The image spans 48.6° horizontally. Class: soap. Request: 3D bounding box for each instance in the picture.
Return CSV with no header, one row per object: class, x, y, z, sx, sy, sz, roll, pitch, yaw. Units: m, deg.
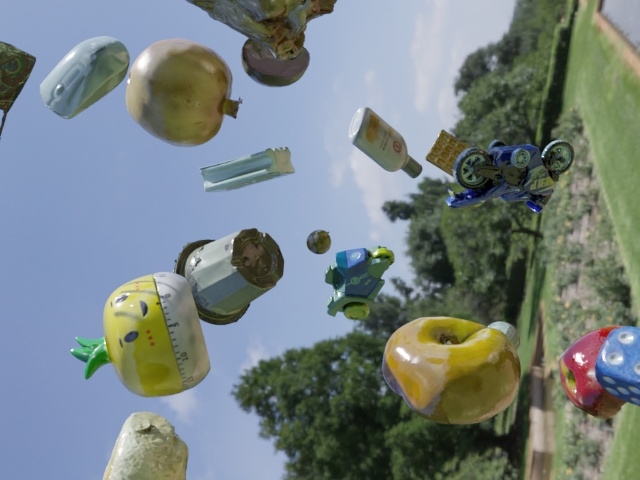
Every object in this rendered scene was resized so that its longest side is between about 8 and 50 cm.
soap,-0.219,-0.212,2.157,0.150,0.261,0.094,-25,-78,-66

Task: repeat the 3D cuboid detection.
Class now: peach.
peach,0.942,0.418,2.268,0.281,0.338,0.281,172,90,-76
peach,0.241,0.228,1.288,0.251,0.251,0.153,-47,-34,-67

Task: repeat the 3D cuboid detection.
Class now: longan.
longan,0.000,0.000,1.958,0.083,0.075,0.075,-50,-29,-30

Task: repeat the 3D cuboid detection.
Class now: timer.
timer,-0.386,0.213,1.493,0.285,0.285,0.285,8,-90,-76

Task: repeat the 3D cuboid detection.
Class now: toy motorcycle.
toy motorcycle,0.118,0.122,2.512,0.326,0.199,0.191,121,153,-46
toy motorcycle,0.433,-0.137,1.601,0.113,0.315,0.169,-130,36,-64

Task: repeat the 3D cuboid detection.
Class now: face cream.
face cream,0.210,-0.291,2.230,0.291,0.071,0.144,36,-121,-31

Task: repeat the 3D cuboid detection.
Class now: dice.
dice,0.747,0.296,1.675,0.146,0.146,0.143,-53,-43,-21

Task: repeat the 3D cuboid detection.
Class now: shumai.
shumai,-0.115,-0.396,1.082,0.267,0.313,0.263,-129,23,-65

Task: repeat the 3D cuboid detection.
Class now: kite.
kite,-0.702,-0.279,1.471,0.152,0.015,0.286,11,-71,-36

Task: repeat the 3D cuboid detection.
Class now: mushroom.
mushroom,-0.131,-0.483,1.941,0.117,0.188,0.141,121,152,-56

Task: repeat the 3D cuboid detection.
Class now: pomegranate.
pomegranate,-0.373,-0.410,1.967,0.319,0.319,0.320,8,-90,-76

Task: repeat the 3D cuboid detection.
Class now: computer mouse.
computer mouse,-0.546,-0.384,1.634,0.231,0.128,0.079,-42,-17,-8

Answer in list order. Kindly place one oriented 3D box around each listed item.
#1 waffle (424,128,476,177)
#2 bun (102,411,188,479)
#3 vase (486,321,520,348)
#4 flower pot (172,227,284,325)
waffle,0.335,-0.203,1.749,0.092,0.135,0.021,-60,-1,0
bun,-0.329,0.447,1.332,0.244,0.153,0.244,-90,26,-43
vase,0.503,0.338,2.060,0.299,0.143,0.143,-30,-53,-62
flower pot,-0.257,0.086,2.096,0.290,0.259,0.291,20,-123,-34
